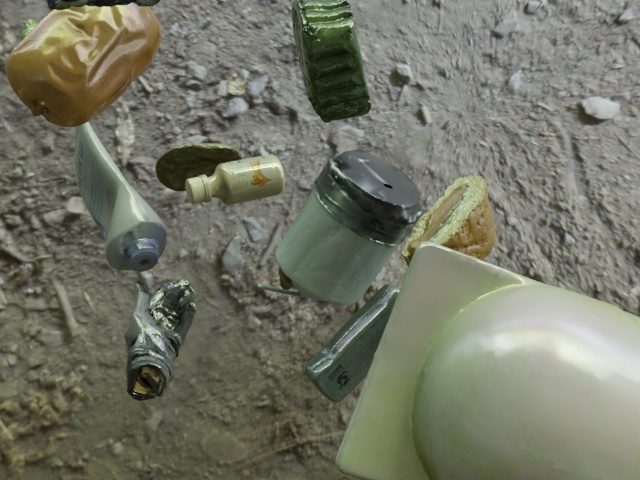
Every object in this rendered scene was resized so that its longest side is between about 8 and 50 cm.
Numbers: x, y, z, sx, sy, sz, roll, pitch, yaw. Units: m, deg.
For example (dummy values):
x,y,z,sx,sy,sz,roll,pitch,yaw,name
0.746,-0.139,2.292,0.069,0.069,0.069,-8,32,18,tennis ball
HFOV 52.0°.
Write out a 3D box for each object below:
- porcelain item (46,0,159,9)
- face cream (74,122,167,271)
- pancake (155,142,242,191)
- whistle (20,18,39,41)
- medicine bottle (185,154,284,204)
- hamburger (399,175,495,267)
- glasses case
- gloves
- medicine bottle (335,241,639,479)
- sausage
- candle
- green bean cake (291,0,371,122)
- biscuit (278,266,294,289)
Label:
x,y,z,sx,sy,sz,roll,pitch,yaw,name
-0.229,-0.277,0.734,0.075,0.136,0.021,4,108,48,porcelain item
-0.480,-0.095,1.503,0.420,0.137,0.234,52,141,30,face cream
-0.332,-0.206,1.804,0.236,0.222,0.042,-17,61,8,pancake
-0.696,-0.477,1.713,0.085,0.105,0.227,-26,133,9,whistle
-0.227,-0.152,1.730,0.252,0.114,0.114,-15,99,-23,medicine bottle
0.403,-0.010,1.895,0.330,0.162,0.209,-53,124,-16,hamburger
0.106,0.255,1.638,0.323,0.074,0.131,-44,126,-12,glasses case
-0.309,0.170,1.223,0.119,0.285,0.142,-31,117,25,gloves
0.235,0.170,0.628,0.407,0.235,0.235,20,105,-13,medicine bottle
-0.326,-0.261,0.915,0.136,0.120,0.241,41,62,-8,sausage
0.041,0.000,1.355,0.221,0.221,0.342,34,116,5,candle
0.017,-0.377,1.303,0.125,0.222,0.227,-11,135,-1,green bean cake
0.000,0.000,1.815,0.078,0.329,0.335,36,98,23,biscuit
